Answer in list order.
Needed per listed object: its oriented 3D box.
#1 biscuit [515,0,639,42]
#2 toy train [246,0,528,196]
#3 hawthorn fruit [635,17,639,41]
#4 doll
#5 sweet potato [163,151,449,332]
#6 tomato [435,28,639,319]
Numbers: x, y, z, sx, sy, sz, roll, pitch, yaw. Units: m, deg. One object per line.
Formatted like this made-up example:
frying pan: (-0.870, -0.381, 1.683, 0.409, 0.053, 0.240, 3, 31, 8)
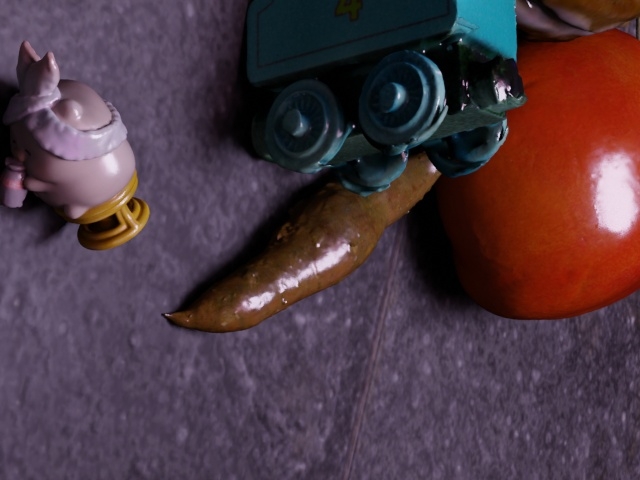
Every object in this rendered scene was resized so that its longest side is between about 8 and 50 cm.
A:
biscuit: (0.136, -0.284, 1.121, 0.366, 0.115, 0.268, 44, 43, -30)
toy train: (0.042, -0.115, 1.023, 0.107, 0.198, 0.154, 18, 66, -52)
hawthorn fruit: (0.287, -0.259, 1.384, 0.165, 0.165, 0.285, -21, 126, -49)
doll: (-0.151, -0.051, 0.882, 0.084, 0.073, 0.127, -31, 125, -10)
sweet potato: (0.000, 0.000, 1.082, 0.274, 0.067, 0.067, -35, 120, -39)
tomato: (0.202, -0.055, 1.240, 0.260, 0.180, 0.259, 5, 84, -58)
